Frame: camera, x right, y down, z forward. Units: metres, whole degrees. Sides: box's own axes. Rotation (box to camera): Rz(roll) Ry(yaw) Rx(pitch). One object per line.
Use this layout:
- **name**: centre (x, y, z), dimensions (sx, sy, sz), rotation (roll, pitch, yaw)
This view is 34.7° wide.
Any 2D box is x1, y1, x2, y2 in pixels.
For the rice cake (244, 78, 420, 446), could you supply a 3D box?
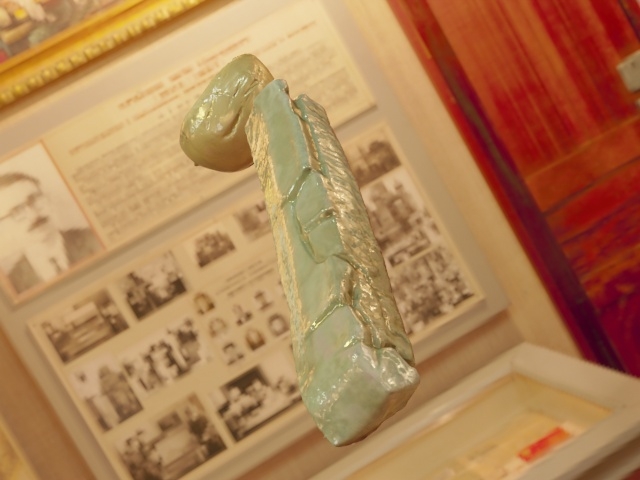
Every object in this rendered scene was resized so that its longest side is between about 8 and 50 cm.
- **rice cake**: centre (0.000, 0.000, 0.704), dimensions (0.066, 0.063, 0.336), rotation (-53, 32, 25)

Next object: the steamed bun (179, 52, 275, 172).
- **steamed bun**: centre (-0.087, -0.130, 1.096), dimensions (0.130, 0.091, 0.112), rotation (-53, -1, -31)
